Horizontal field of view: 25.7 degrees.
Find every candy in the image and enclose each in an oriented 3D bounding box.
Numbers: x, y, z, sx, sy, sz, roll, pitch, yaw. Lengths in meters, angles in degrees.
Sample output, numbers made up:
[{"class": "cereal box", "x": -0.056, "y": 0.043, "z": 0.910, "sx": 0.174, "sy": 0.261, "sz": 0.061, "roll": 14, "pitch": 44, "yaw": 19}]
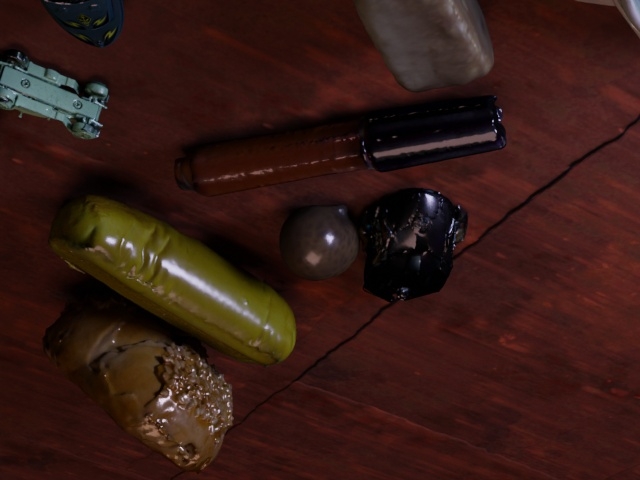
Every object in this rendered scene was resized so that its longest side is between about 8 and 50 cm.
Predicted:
[{"class": "candy", "x": 0.099, "y": -0.258, "z": 1.475, "sx": 0.104, "sy": 0.102, "sz": 0.234, "roll": -12, "pitch": 142, "yaw": 22}]

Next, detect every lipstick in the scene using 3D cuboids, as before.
[{"class": "lipstick", "x": 0.017, "y": -0.112, "z": 1.708, "sx": 0.418, "sy": 0.077, "sz": 0.077, "roll": -8, "pitch": 142, "yaw": 19}]

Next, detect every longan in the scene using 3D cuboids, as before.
[{"class": "longan", "x": 0.000, "y": 0.000, "z": 1.852, "sx": 0.113, "sy": 0.092, "sz": 0.113, "roll": -4, "pitch": 105, "yaw": -16}]

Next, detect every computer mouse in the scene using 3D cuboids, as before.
[{"class": "computer mouse", "x": 0.118, "y": 0.019, "z": 1.875, "sx": 0.146, "sy": 0.077, "sz": 0.241, "roll": 7, "pitch": 144, "yaw": 0}]

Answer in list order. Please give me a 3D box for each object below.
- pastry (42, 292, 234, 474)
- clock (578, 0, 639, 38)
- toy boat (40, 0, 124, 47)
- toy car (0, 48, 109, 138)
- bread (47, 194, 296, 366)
[{"class": "pastry", "x": -0.246, "y": 0.190, "z": 2.017, "sx": 0.311, "sy": 0.162, "sz": 0.255, "roll": 35, "pitch": 176, "yaw": 27}, {"class": "clock", "x": 0.416, "y": -0.293, "z": 1.387, "sx": 0.324, "sy": 0.108, "sz": 0.265, "roll": 3, "pitch": 145, "yaw": 3}, {"class": "toy boat", "x": -0.265, "y": -0.286, "z": 1.481, "sx": 0.093, "sy": 0.103, "sz": 0.246, "roll": -3, "pitch": 146, "yaw": 9}, {"class": "toy car", "x": -0.325, "y": -0.171, "z": 1.670, "sx": 0.143, "sy": 0.073, "sz": 0.054, "roll": 20, "pitch": 157, "yaw": -21}, {"class": "bread", "x": -0.194, "y": 0.050, "z": 1.916, "sx": 0.383, "sy": 0.112, "sz": 0.166, "roll": 33, "pitch": 165, "yaw": -27}]
